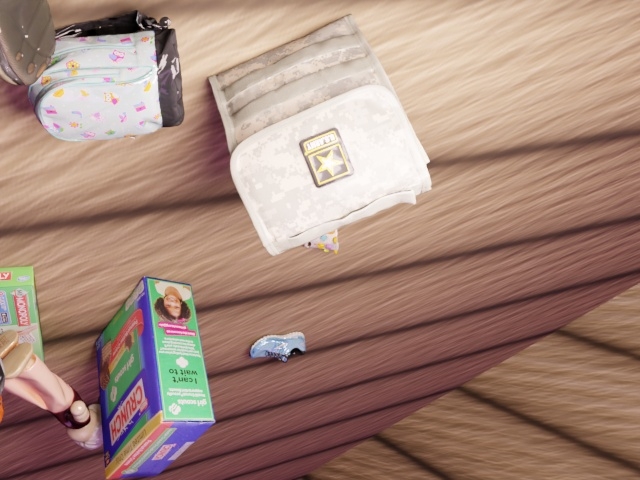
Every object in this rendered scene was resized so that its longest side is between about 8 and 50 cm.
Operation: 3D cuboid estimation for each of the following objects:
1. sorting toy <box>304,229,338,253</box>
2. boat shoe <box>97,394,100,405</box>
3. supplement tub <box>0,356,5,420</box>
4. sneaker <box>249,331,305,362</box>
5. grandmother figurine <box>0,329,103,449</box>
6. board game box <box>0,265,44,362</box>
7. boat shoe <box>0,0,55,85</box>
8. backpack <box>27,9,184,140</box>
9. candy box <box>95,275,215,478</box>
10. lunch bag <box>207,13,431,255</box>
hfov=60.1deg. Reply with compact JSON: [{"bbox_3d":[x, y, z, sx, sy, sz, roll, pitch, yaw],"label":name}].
[{"bbox_3d":[0.000,0.000,1.190,0.075,0.044,0.083,-1,146,5],"label":"sorting toy"},{"bbox_3d":[-0.425,0.426,1.479,0.307,0.110,0.104,13,134,-40],"label":"boat shoe"},{"bbox_3d":[-0.616,0.165,0.836,0.207,0.207,0.338,-11,122,-16],"label":"supplement tub"},{"bbox_3d":[-0.113,0.297,1.501,0.162,0.073,0.063,-9,144,-18],"label":"sneaker"},{"bbox_3d":[-0.541,0.321,1.126,0.104,0.208,0.342,-41,136,-22],"label":"grandmother figurine"},{"bbox_3d":[-0.652,0.166,1.051,0.214,0.046,0.317,-3,142,-25],"label":"board game box"},{"bbox_3d":[-0.358,-0.293,0.506,0.120,0.122,0.324,7,134,5],"label":"boat shoe"},{"bbox_3d":[-0.268,-0.196,0.696,0.182,0.115,0.152,-7,146,-15],"label":"backpack"},{"bbox_3d":[-0.350,0.281,1.132,0.122,0.317,0.268,13,133,-40],"label":"candy box"},{"bbox_3d":[-0.004,-0.138,0.765,0.235,0.287,0.169,-23,146,4],"label":"lunch bag"}]
